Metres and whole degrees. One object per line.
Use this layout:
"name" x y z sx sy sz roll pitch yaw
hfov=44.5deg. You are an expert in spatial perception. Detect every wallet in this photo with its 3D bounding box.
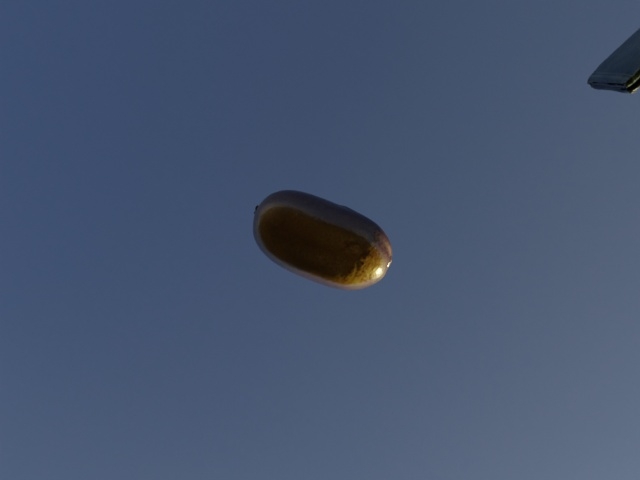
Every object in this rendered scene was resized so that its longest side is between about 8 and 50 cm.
"wallet" 0.307 -0.182 0.707 0.129 0.088 0.026 -45 -78 7

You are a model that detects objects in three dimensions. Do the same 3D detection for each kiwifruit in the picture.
"kiwifruit" 0.000 0.000 0.664 0.124 0.075 0.075 24 -66 2
